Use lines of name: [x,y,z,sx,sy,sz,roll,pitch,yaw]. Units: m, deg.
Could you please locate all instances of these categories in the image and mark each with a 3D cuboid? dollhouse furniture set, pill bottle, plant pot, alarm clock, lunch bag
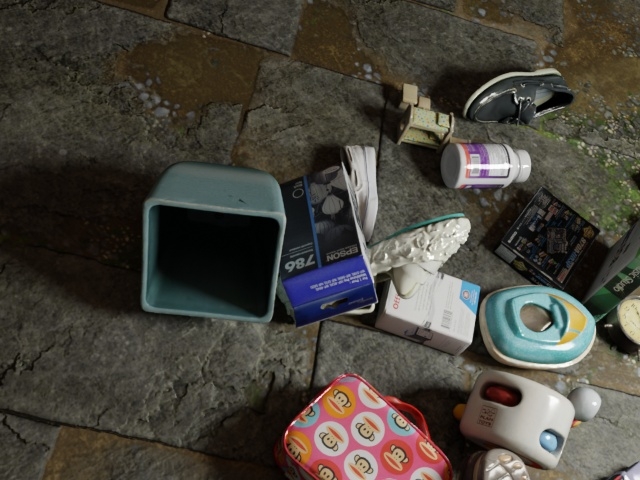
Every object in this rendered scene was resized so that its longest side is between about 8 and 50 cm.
dollhouse furniture set: [0.287,-0.306,1.917,0.181,0.101,0.161,11,58,-11]
pill bottle: [0.392,-0.176,1.869,0.193,0.108,0.108,-1,61,-18]
plant pot: [-0.201,-0.025,1.518,0.246,0.248,0.252,6,33,-6]
alarm clock: [0.721,0.182,1.786,0.192,0.064,0.129,-35,75,-28]
lunch bag: [0.088,0.389,1.439,0.293,0.120,0.258,44,58,11]

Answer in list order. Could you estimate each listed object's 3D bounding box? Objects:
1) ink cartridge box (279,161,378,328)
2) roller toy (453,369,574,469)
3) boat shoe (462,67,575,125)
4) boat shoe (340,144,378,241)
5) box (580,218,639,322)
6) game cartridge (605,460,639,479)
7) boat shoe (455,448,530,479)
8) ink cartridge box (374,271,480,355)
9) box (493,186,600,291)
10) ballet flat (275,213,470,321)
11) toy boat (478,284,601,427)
ink cartridge box: [0.000,0.000,1.520,0.165,0.065,0.333,-19,47,8]
roller toy: [0.365,0.344,1.498,0.209,0.191,0.146,24,75,5]
boat shoe: [0.510,-0.344,1.994,0.340,0.127,0.113,-16,54,-34]
boat shoe: [0.076,-0.106,1.753,0.084,0.095,0.258,7,48,-8]
box: [0.690,0.025,1.714,0.058,0.322,0.232,35,57,9]
game cartridge: [0.558,0.598,1.499,0.355,0.068,0.230,-25,75,-28]
boat shoe: [0.310,0.552,1.411,0.132,0.130,0.356,6,78,-23]
ink cartridge box: [0.223,0.138,1.650,0.190,0.082,0.140,19,57,-3]
box: [0.527,0.000,1.841,0.175,0.051,0.220,38,57,7]
ballet flat: [0.111,0.071,1.567,0.408,0.147,0.147,-18,63,10]
toy boat: [0.480,0.230,1.635,0.267,0.148,0.318,-3,61,-18]
